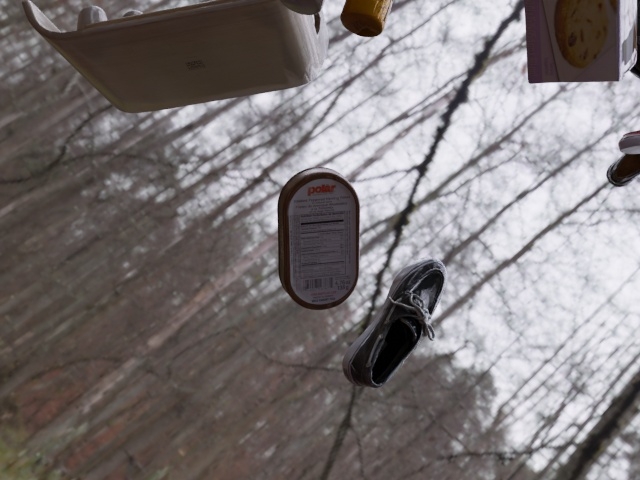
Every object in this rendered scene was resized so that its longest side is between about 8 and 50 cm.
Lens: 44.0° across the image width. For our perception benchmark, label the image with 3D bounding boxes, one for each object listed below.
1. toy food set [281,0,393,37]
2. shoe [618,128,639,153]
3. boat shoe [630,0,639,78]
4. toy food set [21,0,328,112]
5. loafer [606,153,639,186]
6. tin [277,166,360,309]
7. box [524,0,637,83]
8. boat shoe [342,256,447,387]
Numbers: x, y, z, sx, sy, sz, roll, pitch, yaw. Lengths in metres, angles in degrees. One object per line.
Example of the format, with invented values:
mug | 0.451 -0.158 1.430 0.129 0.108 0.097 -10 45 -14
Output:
toy food set | -0.005 -0.266 0.612 0.111 0.104 0.232 10 -16 29
shoe | 0.544 -0.186 1.255 0.063 0.178 0.081 152 -70 -73
boat shoe | 0.456 -0.224 1.021 0.303 0.091 0.114 27 -15 -32
toy food set | -0.149 -0.244 0.916 0.220 0.306 0.092 63 19 -77
loafer | 0.589 -0.161 1.417 0.062 0.170 0.061 44 13 9
tin | 0.000 0.000 1.030 0.040 0.106 0.189 -138 -135 -65
box | 0.160 -0.262 0.495 0.067 0.063 0.323 5 -64 30
boat shoe | 0.163 0.154 1.521 0.113 0.306 0.105 52 -24 -18
